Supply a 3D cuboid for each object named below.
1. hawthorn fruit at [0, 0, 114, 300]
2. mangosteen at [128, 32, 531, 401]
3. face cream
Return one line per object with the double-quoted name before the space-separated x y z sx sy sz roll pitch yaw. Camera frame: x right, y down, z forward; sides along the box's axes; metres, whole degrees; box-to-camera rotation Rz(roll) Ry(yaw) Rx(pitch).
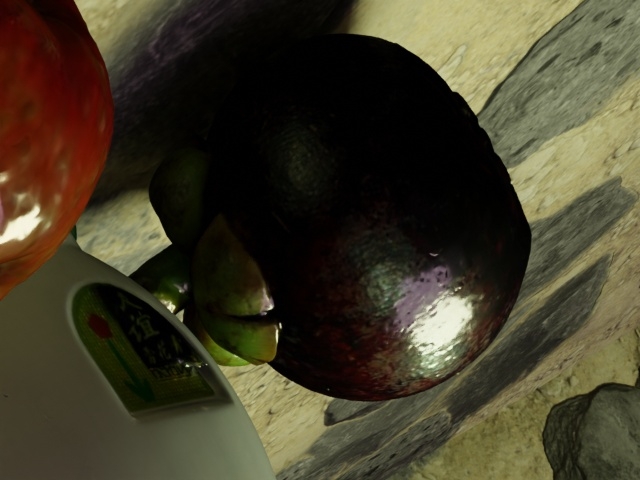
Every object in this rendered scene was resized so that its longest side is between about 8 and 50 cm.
"hawthorn fruit" -0.231 -0.062 0.837 0.262 0.258 0.258 -66 164 -8
"mangosteen" 0.015 -0.003 1.358 0.300 0.300 0.300 -35 162 -13
"face cream" -0.189 0.141 1.207 0.219 0.357 0.312 -47 161 23
